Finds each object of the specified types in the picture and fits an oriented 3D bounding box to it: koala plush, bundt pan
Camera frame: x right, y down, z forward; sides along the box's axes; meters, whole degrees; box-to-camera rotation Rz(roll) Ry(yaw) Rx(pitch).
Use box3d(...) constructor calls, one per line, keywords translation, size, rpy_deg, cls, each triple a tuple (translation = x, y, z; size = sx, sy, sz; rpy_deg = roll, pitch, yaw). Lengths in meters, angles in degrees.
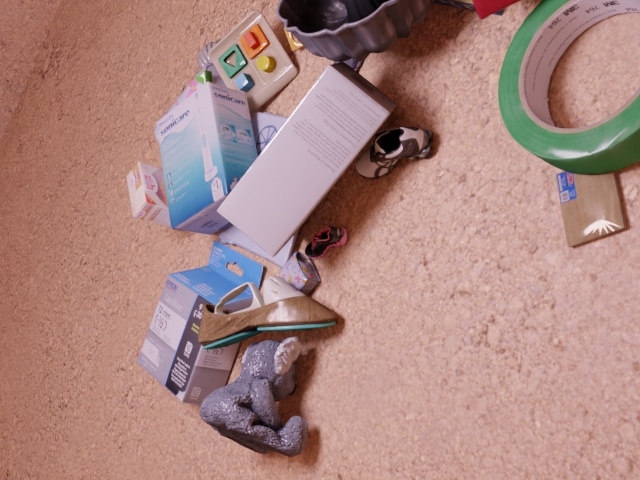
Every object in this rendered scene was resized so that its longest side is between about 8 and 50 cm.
box3d(translation=(-0.119, 0.296, 1.599), size=(0.196, 0.203, 0.221), rpy_deg=(-18, 45, 56), cls="koala plush")
box3d(translation=(0.084, -0.475, 1.541), size=(0.330, 0.124, 0.331), rpy_deg=(-18, 47, 21), cls="bundt pan")

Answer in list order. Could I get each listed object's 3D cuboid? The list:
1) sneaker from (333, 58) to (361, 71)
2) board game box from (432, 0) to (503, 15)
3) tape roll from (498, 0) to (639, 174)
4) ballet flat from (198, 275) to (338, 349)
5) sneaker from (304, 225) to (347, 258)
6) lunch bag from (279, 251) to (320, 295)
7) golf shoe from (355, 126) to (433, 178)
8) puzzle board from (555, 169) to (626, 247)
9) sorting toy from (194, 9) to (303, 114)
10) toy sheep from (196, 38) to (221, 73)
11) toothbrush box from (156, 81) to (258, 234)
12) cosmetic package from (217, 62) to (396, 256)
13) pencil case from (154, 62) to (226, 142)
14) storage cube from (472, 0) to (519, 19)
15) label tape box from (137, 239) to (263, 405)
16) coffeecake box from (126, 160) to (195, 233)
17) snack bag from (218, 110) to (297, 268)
box3d(translation=(0.054, -0.456, 1.718), size=(0.083, 0.098, 0.224), rpy_deg=(29, 99, 50), cls="sneaker")
box3d(translation=(0.283, -0.533, 1.523), size=(0.243, 0.042, 0.165), rpy_deg=(34, 103, 49), cls="board game box")
box3d(translation=(0.428, -0.264, 1.222), size=(0.321, 0.077, 0.321), rpy_deg=(-22, 59, 42), cls="tape roll")
box3d(translation=(-0.123, 0.144, 1.653), size=(0.342, 0.116, 0.124), rpy_deg=(-15, 79, 34), cls="ballet flat")
box3d(translation=(0.000, 0.000, 1.653), size=(0.119, 0.057, 0.047), rpy_deg=(-32, 56, 40), cls="sneaker")
box3d(translation=(-0.047, 0.074, 1.685), size=(0.071, 0.053, 0.083), rpy_deg=(-50, 55, 29), cls="lunch bag")
box3d(translation=(0.124, -0.180, 1.545), size=(0.198, 0.093, 0.077), rpy_deg=(-23, 62, 45), cls="golf shoe")
box3d(translation=(0.417, -0.062, 1.225), size=(0.096, 0.011, 0.128), rpy_deg=(-25, 58, 43), cls="puzzle board")
box3d(translation=(-0.172, -0.435, 1.929), size=(0.347, 0.047, 0.196), rpy_deg=(-36, 80, 23), cls="sorting toy")
box3d(translation=(-0.288, -0.495, 2.144), size=(0.132, 0.091, 0.091), rpy_deg=(-39, 50, 27), cls="toy sheep")
box3d(translation=(-0.266, -0.192, 1.889), size=(0.216, 0.126, 0.296), rpy_deg=(-29, 66, 37), cls="toothbrush box")
box3d(translation=(-0.025, -0.166, 1.577), size=(0.366, 0.155, 0.197), rpy_deg=(-51, 2, 18), cls="cosmetic package")
box3d(translation=(-0.334, -0.346, 2.121), size=(0.273, 0.113, 0.124), rpy_deg=(-44, 62, 31), cls="pencil case")
box3d(translation=(0.299, -0.508, 1.293), size=(0.183, 0.193, 0.215), rpy_deg=(-23, 30, 16), cls="storage cube")
box3d(translation=(-0.288, 0.181, 1.881), size=(0.249, 0.115, 0.348), rpy_deg=(24, 97, 50), cls="label tape box")
box3d(translation=(-0.399, -0.110, 2.054), size=(0.068, 0.185, 0.142), rpy_deg=(-44, 48, 31), cls="coffeecake box")
box3d(translation=(-0.108, -0.121, 1.839), size=(0.323, 0.037, 0.343), rpy_deg=(21, 96, 51), cls="snack bag")
